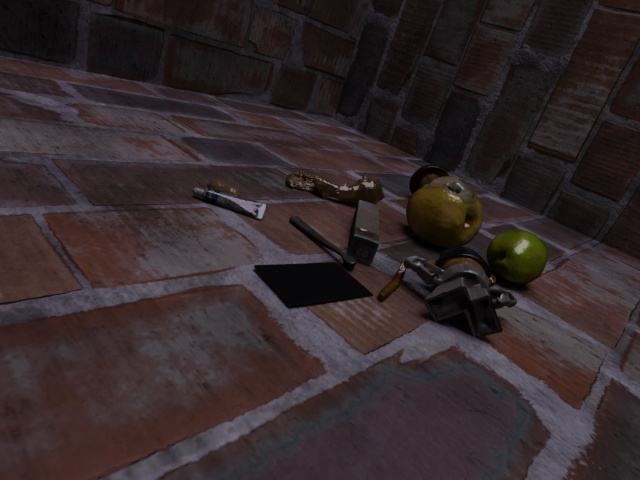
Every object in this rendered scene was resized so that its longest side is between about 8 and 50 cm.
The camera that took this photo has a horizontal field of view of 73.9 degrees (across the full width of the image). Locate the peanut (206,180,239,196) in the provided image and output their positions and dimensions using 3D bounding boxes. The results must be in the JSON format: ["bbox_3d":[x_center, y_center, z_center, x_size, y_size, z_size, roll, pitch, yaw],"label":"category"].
[{"bbox_3d":[-0.297,-0.151,1.295,0.113,0.054,0.054,24,23,15],"label":"peanut"}]

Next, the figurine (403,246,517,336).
[{"bbox_3d":[0.372,0.112,1.111,0.308,0.143,0.308,27,32,-19],"label":"figurine"}]

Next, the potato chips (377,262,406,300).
[{"bbox_3d":[0.188,0.111,1.106,0.026,0.037,0.204,17,26,22],"label":"potato chips"}]

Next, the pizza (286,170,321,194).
[{"bbox_3d":[-0.035,-0.225,1.674,0.195,0.052,0.185,22,26,4],"label":"pizza"}]

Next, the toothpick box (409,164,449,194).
[{"bbox_3d":[0.515,-0.229,1.959,0.192,0.192,0.294,18,29,-4],"label":"toothpick box"}]

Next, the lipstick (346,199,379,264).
[{"bbox_3d":[0.139,-0.038,1.347,0.079,0.076,0.371,18,23,1],"label":"lipstick"}]

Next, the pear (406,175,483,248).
[{"bbox_3d":[0.441,-0.095,1.540,0.271,0.271,0.271,16,23,-7],"label":"pear"}]

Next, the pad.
[{"bbox_3d":[-0.012,0.098,1.007,0.265,0.009,0.159,0,29,-41],"label":"pad"}]

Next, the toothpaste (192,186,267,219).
[{"bbox_3d":[-0.267,-0.115,1.247,0.216,0.037,0.062,18,58,-5],"label":"toothpaste"}]

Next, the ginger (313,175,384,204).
[{"bbox_3d":[0.115,-0.201,1.644,0.294,0.131,0.086,10,5,-15],"label":"ginger"}]

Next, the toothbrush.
[{"bbox_3d":[0.000,0.000,1.214,0.030,0.030,0.297,-12,36,-37],"label":"toothbrush"}]

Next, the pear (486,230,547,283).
[{"bbox_3d":[0.649,0.056,1.423,0.219,0.187,0.187,-18,41,-35],"label":"pear"}]
